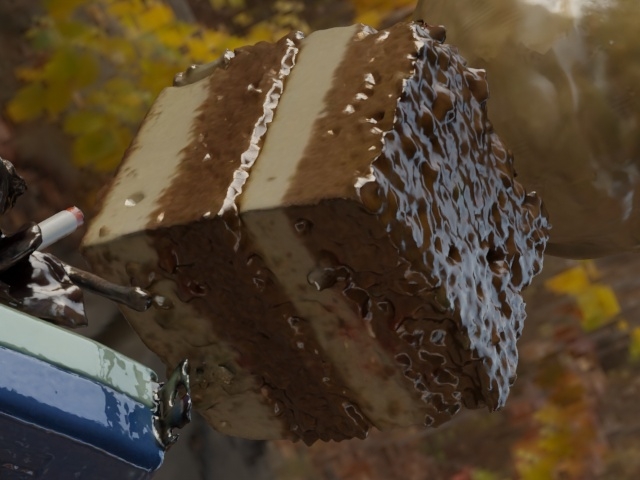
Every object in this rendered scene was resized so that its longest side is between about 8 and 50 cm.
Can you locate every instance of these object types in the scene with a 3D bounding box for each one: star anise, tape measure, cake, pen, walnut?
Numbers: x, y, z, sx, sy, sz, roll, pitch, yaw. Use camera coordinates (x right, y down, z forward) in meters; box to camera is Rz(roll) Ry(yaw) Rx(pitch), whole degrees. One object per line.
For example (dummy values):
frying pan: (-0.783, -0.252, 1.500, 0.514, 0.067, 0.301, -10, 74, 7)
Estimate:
star anise: (-0.243, 0.018, 1.324, 0.231, 0.209, 0.089, 29, 38, -11)
tape measure: (-0.266, 0.090, 0.968, 0.351, 0.215, 0.098, 26, 29, -25)
cake: (0.000, 0.000, 1.478, 0.255, 0.290, 0.282, 59, 31, -30)
pen: (-0.306, 0.012, 1.831, 0.028, 0.028, 0.239, 64, 30, -6)
walnut: (0.256, -0.160, 1.780, 0.381, 0.381, 0.381, 55, 20, -31)
